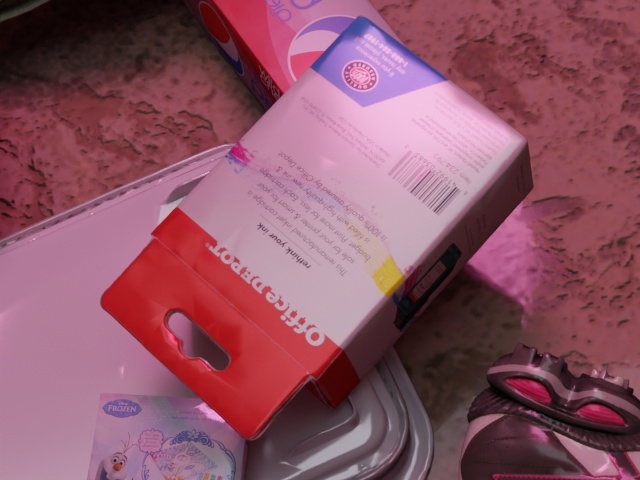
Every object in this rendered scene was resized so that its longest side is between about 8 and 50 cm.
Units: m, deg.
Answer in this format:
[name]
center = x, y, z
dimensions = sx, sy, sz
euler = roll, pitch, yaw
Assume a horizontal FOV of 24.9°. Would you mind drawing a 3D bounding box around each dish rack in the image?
[dish rack]
center = -0.123, 0.089, 0.910
dimensions = 0.333, 0.072, 0.285
euler = -24, 64, -7

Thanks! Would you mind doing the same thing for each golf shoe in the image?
[golf shoe]
center = 0.212, 0.153, 0.840
dimensions = 0.273, 0.105, 0.120
euler = 17, 83, 20

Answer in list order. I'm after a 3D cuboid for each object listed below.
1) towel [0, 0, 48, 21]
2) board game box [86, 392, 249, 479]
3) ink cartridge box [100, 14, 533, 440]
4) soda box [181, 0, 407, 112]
[towel]
center = -0.164, -0.316, 1.070
dimensions = 0.248, 0.038, 0.325
euler = -20, 55, 15
[board game box]
center = -0.088, 0.135, 0.833
dimensions = 0.090, 0.020, 0.090
euler = 3, 65, 7
[ink cartridge box]
center = 0.000, 0.000, 0.850
dimensions = 0.134, 0.078, 0.231
euler = 40, 82, 20
[soda box]
center = -0.010, -0.134, 0.997
dimensions = 0.092, 0.083, 0.263
euler = -32, 66, -9
